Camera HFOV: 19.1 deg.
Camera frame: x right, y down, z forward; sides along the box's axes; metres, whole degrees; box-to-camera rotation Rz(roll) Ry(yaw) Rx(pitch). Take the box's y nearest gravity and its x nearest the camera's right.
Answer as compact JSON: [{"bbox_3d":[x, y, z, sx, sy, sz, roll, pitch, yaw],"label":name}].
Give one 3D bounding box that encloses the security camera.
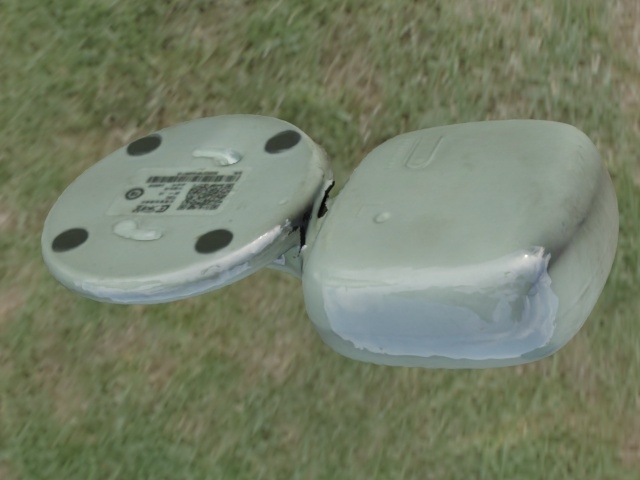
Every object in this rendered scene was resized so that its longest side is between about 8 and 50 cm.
[{"bbox_3d":[0.000,0.000,0.965,0.301,0.157,0.080,2,128,25],"label":"security camera"}]
